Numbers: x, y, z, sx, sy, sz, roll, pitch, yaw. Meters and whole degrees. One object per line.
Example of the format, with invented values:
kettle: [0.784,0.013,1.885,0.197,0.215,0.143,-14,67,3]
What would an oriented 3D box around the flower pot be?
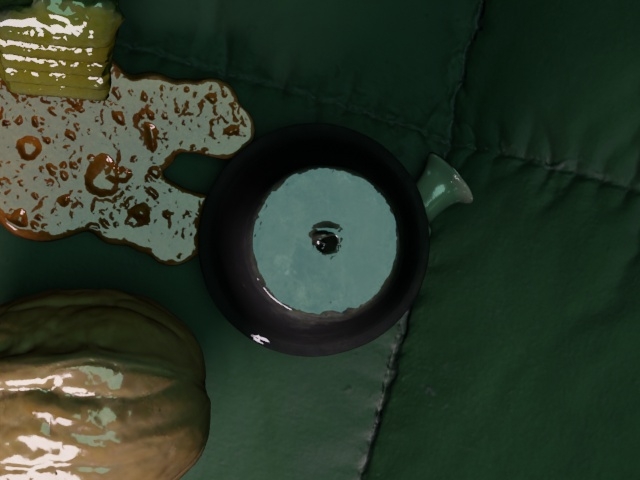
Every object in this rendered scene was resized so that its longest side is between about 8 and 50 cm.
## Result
flower pot: [0.000,0.000,1.435,0.235,0.148,0.235,0,90,-5]

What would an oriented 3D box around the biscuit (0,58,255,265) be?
biscuit: [-0.236,-0.093,1.485,0.334,0.047,0.202,11,92,-15]

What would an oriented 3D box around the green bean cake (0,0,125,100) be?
green bean cake: [-0.241,-0.263,1.350,0.124,0.233,0.236,3,76,-11]

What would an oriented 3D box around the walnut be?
walnut: [-0.235,0.154,1.432,0.261,0.225,0.225,-1,97,0]

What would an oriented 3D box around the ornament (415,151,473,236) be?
ornament: [0.084,-0.012,1.549,0.156,0.081,0.075,-44,126,-9]
